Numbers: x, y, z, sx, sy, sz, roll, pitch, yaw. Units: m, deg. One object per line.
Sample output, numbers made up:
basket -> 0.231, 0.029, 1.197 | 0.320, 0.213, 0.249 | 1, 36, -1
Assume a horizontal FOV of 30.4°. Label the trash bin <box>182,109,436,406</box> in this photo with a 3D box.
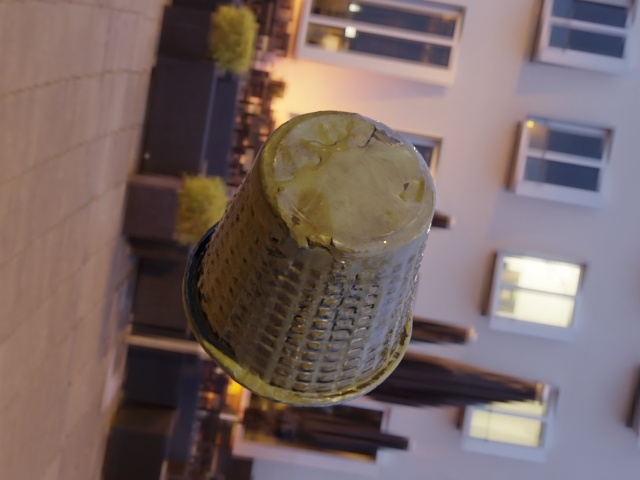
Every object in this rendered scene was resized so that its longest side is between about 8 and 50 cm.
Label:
trash bin -> 0.000, 0.000, 0.814 | 0.161, 0.175, 0.175 | 110, -9, -51
